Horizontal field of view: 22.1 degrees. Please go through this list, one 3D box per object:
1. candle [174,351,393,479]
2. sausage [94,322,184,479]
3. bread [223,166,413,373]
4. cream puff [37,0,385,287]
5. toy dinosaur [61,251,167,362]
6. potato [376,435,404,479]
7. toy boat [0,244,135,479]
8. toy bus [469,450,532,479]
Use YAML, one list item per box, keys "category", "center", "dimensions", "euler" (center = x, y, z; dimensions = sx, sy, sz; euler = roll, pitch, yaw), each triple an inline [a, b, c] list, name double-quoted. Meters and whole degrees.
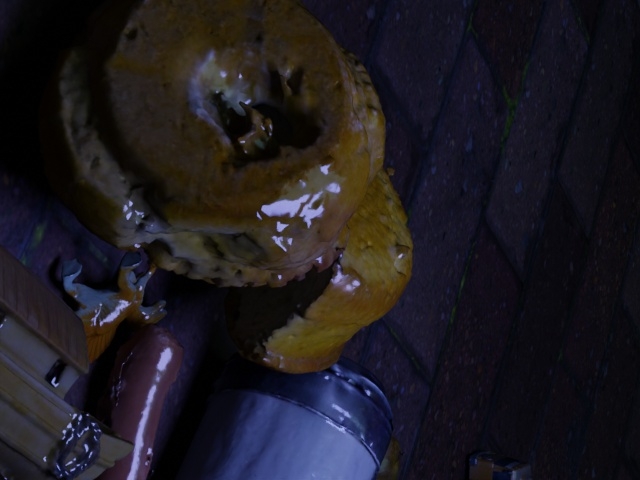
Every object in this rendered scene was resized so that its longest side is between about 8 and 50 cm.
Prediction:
- category: "candle"
  center: [-0.060, 0.294, 1.854]
  dimensions: [0.343, 0.221, 0.221]
  euler: [-68, 148, -29]
- category: "sausage"
  center: [-0.210, 0.231, 1.705]
  dimensions: [0.078, 0.078, 0.304]
  euler: [37, 64, -59]
- category: "bread"
  center: [0.000, 0.000, 1.827]
  dimensions: [0.179, 0.194, 0.340]
  euler: [28, 36, -35]
- category: "cream puff"
  center: [-0.112, -0.093, 1.613]
  dimensions: [0.343, 0.327, 0.231]
  euler: [-29, 167, -24]
- category: "toy dinosaur"
  center: [-0.232, 0.078, 1.684]
  dimensions: [0.212, 0.057, 0.142]
  euler: [-37, 148, -39]
- category: "potato"
  center: [0.025, 0.266, 2.122]
  dimensions: [0.176, 0.137, 0.137]
  euler: [50, 48, -26]
- category: "toy boat"
  center: [-0.297, 0.102, 1.464]
  dimensions: [0.162, 0.136, 0.445]
  euler: [-55, 147, -15]
- category: "toy bus"
  center: [0.287, 0.439, 2.670]
  dimensions: [0.091, 0.103, 0.182]
  euler: [2, 93, -63]
